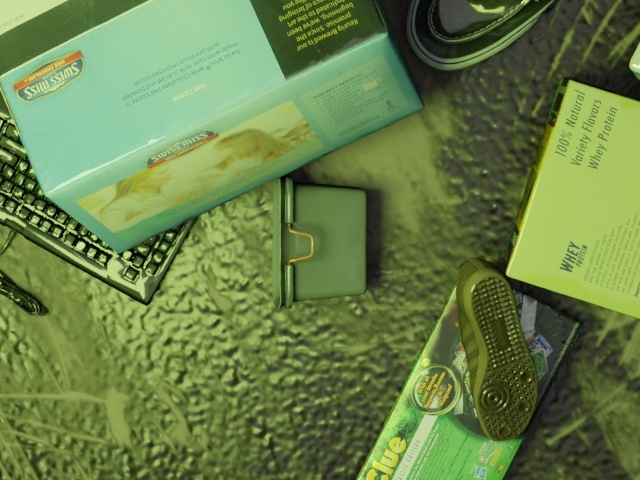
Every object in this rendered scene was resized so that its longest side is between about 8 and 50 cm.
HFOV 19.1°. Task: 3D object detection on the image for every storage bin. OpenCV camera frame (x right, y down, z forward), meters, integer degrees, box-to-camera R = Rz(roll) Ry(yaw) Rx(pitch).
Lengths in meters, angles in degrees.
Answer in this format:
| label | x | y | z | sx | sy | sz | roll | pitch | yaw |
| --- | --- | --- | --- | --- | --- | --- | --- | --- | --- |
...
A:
| label | x | y | z | sx | sy | sz | roll | pitch | yaw |
| --- | --- | --- | --- | --- | --- | --- | --- | --- | --- |
| storage bin | 0.000 | 0.000 | 1.905 | 0.091 | 0.098 | 0.135 | -1 | 95 | -6 |

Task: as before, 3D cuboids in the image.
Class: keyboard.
| label | x | y | z | sx | sy | sz | roll | pitch | yaw |
| --- | --- | --- | --- | --- | --- | --- | --- | --- | --- |
| keyboard | -0.306 | -0.026 | 1.951 | 0.317 | 0.033 | 0.201 | 29 | 96 | 2 |

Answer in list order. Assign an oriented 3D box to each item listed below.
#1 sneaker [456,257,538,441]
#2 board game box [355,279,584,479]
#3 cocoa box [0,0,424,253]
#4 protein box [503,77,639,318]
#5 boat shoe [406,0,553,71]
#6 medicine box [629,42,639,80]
| label | x | y | z | sx | sy | sz | roll | pitch | yaw |
| --- | --- | --- | --- | --- | --- | --- | --- | --- | --- |
| sneaker | 0.172 | 0.105 | 1.889 | 0.066 | 0.071 | 0.188 | -11 | 112 | -9 |
| board game box | 0.149 | 0.168 | 1.936 | 0.136 | 0.030 | 0.259 | 27 | 96 | -1 |
| cocoa box | -0.111 | -0.177 | 1.796 | 0.347 | 0.231 | 0.228 | -25 | 73 | 5 |
| protein box | 0.303 | -0.035 | 1.854 | 0.201 | 0.136 | 0.200 | 18 | 96 | 2 |
| boat shoe | 0.211 | -0.299 | 1.846 | 0.121 | 0.119 | 0.335 | 45 | 96 | -1 |
| medicine box | 0.477 | -0.229 | 1.788 | 0.263 | 0.149 | 0.289 | 27 | 97 | 18 |
